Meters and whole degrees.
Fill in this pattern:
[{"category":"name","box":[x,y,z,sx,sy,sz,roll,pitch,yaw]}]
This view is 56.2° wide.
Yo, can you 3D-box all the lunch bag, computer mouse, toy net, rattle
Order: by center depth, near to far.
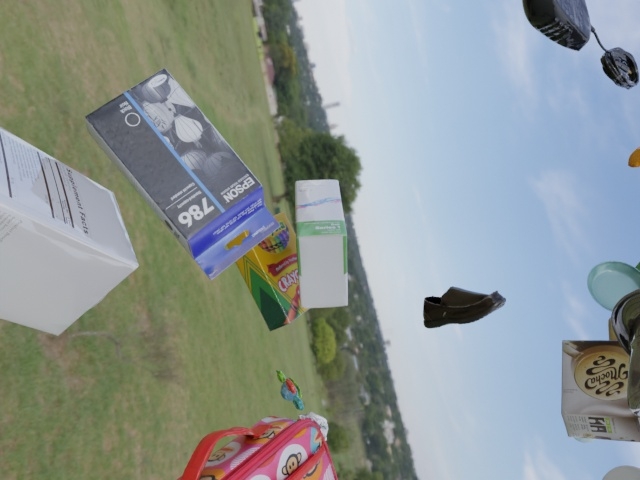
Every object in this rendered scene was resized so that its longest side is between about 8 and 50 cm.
[{"category":"computer mouse","box":[0.292,-0.227,0.672,0.242,0.041,0.071,21,62,-37]},{"category":"lunch bag","box":[-0.099,0.375,0.816,0.293,0.120,0.258,-27,106,-48]},{"category":"rattle","box":[0.833,-0.195,1.411,0.130,0.143,0.199,33,10,40]},{"category":"toy net","box":[-0.041,0.446,1.636,0.232,0.045,0.122,38,-39,41]}]

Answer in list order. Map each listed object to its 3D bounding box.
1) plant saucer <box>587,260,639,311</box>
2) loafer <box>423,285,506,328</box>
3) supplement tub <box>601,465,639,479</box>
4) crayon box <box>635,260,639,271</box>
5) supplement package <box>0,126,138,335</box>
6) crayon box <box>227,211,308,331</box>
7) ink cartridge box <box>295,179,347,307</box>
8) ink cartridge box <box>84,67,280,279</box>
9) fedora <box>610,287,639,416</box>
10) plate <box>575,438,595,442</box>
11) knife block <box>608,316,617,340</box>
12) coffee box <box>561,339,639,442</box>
[{"category":"plant saucer","box":[0.588,0.096,1.187,0.021,0.119,0.119,83,-4,-58]},{"category":"loafer","box":[0.297,0.138,1.299,0.220,0.080,0.079,-24,-95,48]},{"category":"supplement tub","box":[0.721,0.597,1.339,0.199,0.144,0.144,41,22,-34]},{"category":"crayon box","box":[1.068,0.031,1.706,0.363,0.106,0.313,-62,178,15]},{"category":"supplement package","box":[-0.430,-0.021,0.814,0.293,0.177,0.175,39,16,-52]},{"category":"crayon box","box":[-0.128,0.054,1.600,0.202,0.081,0.319,-30,94,-56]},{"category":"ink cartridge box","box":[0.000,0.000,1.463,0.278,0.116,0.202,-95,-178,-58]},{"category":"ink cartridge box","box":[-0.223,-0.113,1.006,0.333,0.165,0.065,50,-22,-1]},{"category":"fedora","box":[0.491,0.187,0.786,0.124,0.243,0.275,-58,145,-17]},{"category":"plate","box":[0.690,0.419,1.498,0.024,0.188,0.188,15,-60,62]},{"category":"knife block","box":[0.945,0.341,1.675,0.242,0.088,0.276,-16,-115,52]},{"category":"coffee box","box":[0.629,0.290,1.153,0.119,0.297,0.168,57,40,-41]}]
